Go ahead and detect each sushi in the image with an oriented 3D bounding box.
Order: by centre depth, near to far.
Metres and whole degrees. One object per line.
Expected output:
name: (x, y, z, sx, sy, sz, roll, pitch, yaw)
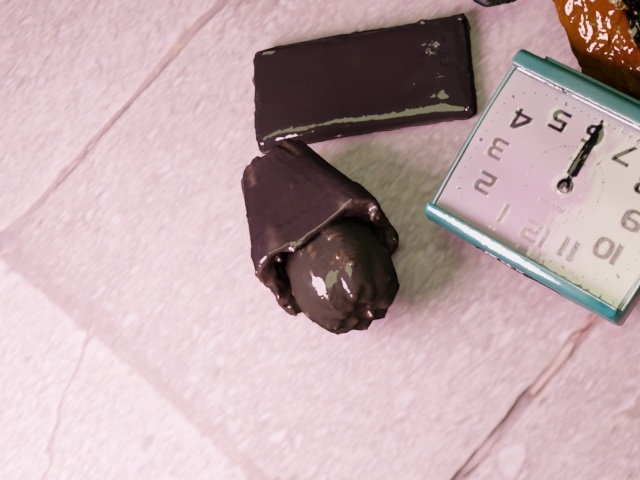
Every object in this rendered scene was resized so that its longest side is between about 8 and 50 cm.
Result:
sushi: (0.352, -0.286, 1.765, 0.140, 0.149, 0.287, -22, 88, 35)

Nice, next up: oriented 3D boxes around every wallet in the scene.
wallet: (0.051, -0.196, 1.883, 0.285, 0.030, 0.146, -9, 69, 11)

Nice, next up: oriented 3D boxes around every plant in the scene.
plant: (0.000, 0.000, 1.755, 0.164, 0.142, 0.256, -30, 52, 2)

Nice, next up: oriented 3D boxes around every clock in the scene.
clock: (0.289, -0.058, 1.710, 0.262, 0.116, 0.231, 30, 90, 26)

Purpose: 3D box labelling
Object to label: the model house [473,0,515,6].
model house: (0.222, -0.471, 1.852, 0.184, 0.253, 0.291, -13, 47, -4)
